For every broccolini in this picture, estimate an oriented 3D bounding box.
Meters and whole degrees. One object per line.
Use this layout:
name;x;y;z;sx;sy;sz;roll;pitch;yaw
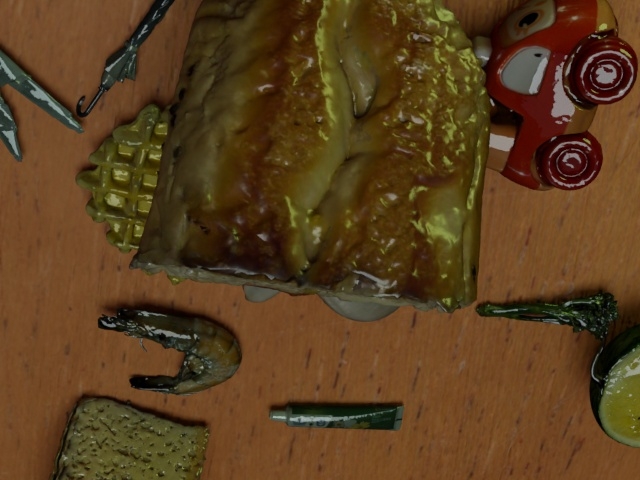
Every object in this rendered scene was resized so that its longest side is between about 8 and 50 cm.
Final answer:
broccolini;0.326;0.112;1.585;0.201;0.058;0.074;-4;113;-3

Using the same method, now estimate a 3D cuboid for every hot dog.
hot dog;0.006;-0.117;1.195;0.367;0.196;0.365;9;82;-9

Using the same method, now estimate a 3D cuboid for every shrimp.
shrimp;-0.223;0.163;1.581;0.217;0.051;0.150;19;124;-19

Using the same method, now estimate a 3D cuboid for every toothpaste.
toothpaste;0.024;0.266;1.667;0.204;0.031;0.049;3;121;-8

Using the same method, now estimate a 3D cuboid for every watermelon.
watermelon;0.481;0.194;1.603;0.232;0.127;0.204;3;120;-8

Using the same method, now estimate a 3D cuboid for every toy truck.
toy truck;0.235;-0.186;1.340;0.239;0.189;0.264;14;118;-3

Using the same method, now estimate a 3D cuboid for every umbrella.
umbrella;-0.216;-0.245;1.350;0.269;0.044;0.044;-47;143;21

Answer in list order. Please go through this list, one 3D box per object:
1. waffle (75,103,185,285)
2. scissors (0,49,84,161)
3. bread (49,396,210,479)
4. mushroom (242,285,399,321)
waffle;-0.174;-0.069;1.446;0.261;0.056;0.250;-27;117;13
scissors;-0.435;-0.259;1.329;0.256;0.029;0.383;-31;116;12
bread;-0.309;0.409;1.706;0.248;0.279;0.315;19;159;-14
mushroom;0.000;0.000;1.395;0.244;0.243;0.243;-2;120;-3
